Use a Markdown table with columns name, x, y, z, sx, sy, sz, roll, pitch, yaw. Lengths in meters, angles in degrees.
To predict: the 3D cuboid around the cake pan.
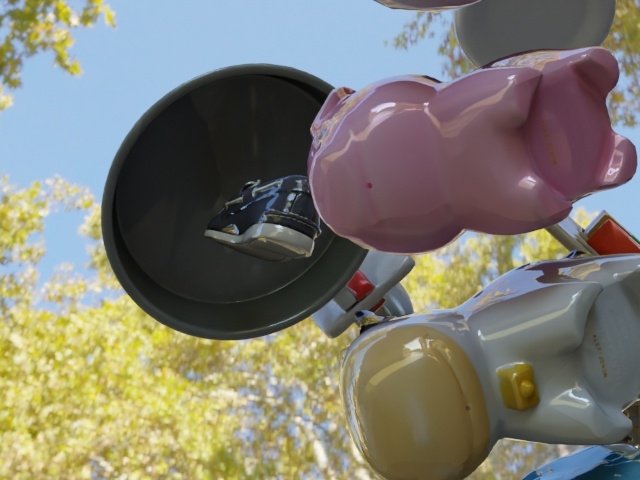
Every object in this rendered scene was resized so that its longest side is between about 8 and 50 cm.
| name | x | y | z | sx | sy | sz | roll | pitch | yaw |
| --- | --- | --- | --- | --- | --- | --- | --- | --- | --- |
| cake pan | -0.078 | -0.039 | 0.979 | 0.293 | 0.054 | 0.293 | -9 | -65 | -19 |

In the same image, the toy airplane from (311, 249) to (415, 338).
| name | x | y | z | sx | sy | sz | roll | pitch | yaw |
| --- | --- | --- | --- | --- | --- | --- | --- | --- | --- |
| toy airplane | 0.000 | 0.000 | 1.365 | 0.384 | 0.272 | 0.386 | 34 | -20 | 10 |

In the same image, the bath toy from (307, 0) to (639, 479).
| name | x | y | z | sx | sy | sz | roll | pitch | yaw |
| --- | --- | --- | --- | --- | --- | --- | --- | --- | --- |
| bath toy | 0.056 | -0.019 | 0.425 | 0.129 | 0.151 | 0.348 | -1 | -77 | 55 |

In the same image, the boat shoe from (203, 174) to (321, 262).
| name | x | y | z | sx | sy | sz | roll | pitch | yaw |
| --- | --- | --- | --- | --- | --- | --- | --- | --- | --- |
| boat shoe | -0.049 | -0.020 | 0.873 | 0.075 | 0.206 | 0.065 | 20 | -99 | -20 |

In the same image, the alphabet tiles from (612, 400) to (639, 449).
| name | x | y | z | sx | sy | sz | roll | pitch | yaw |
| --- | --- | --- | --- | --- | --- | --- | --- | --- | --- |
| alphabet tiles | 0.464 | 0.192 | 1.052 | 0.342 | 0.011 | 0.285 | -1 | -34 | 18 |

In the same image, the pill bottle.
| name | x | y | z | sx | sy | sz | roll | pitch | yaw |
| --- | --- | --- | --- | --- | --- | --- | --- | --- | --- |
| pill bottle | 0.177 | -0.250 | 0.862 | 0.131 | 0.229 | 0.131 | 2 | -50 | 2 |

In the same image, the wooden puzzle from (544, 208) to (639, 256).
| name | x | y | z | sx | sy | sz | roll | pitch | yaw |
| --- | --- | --- | --- | --- | --- | --- | --- | --- | --- |
| wooden puzzle | 0.358 | -0.028 | 1.342 | 0.348 | 0.322 | 0.080 | 39 | -76 | 8 |
